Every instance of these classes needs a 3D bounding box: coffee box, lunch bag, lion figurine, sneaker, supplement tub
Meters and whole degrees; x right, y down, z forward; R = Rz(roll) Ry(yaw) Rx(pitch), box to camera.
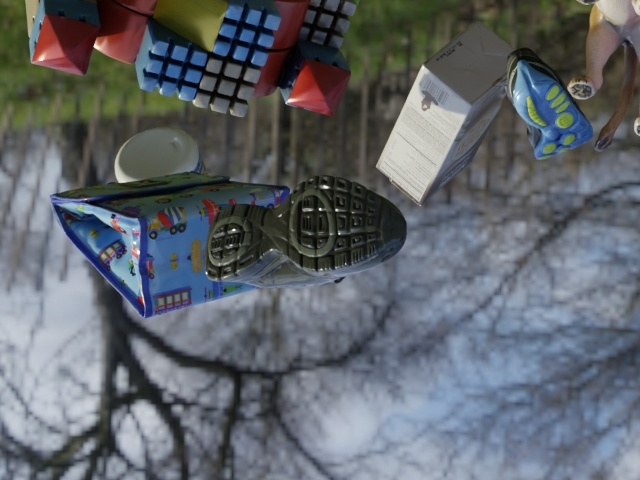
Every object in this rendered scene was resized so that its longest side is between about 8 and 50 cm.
[{"bbox_3d":[0.188,-0.184,2.227,0.098,0.246,0.141,41,-124,13],"label":"coffee box"},{"bbox_3d":[-0.207,-0.024,2.016,0.221,0.138,0.293,-14,-157,-32],"label":"lunch bag"},{"bbox_3d":[0.357,-0.306,1.775,0.142,0.240,0.392,8,146,6],"label":"lion figurine"},{"bbox_3d":[0.000,0.000,1.664,0.130,0.109,0.286,18,165,-40],"label":"sneaker"},{"bbox_3d":[0.231,-0.141,1.553,0.067,0.078,0.188,-22,153,12],"label":"sneaker"},{"bbox_3d":[-0.254,-0.079,2.569,0.144,0.199,0.144,-8,-132,9],"label":"supplement tub"}]

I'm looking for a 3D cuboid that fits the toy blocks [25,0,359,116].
[{"bbox_3d":[-0.115,-0.213,1.378,0.381,0.190,0.261,12,-152,-20],"label":"toy blocks"}]
